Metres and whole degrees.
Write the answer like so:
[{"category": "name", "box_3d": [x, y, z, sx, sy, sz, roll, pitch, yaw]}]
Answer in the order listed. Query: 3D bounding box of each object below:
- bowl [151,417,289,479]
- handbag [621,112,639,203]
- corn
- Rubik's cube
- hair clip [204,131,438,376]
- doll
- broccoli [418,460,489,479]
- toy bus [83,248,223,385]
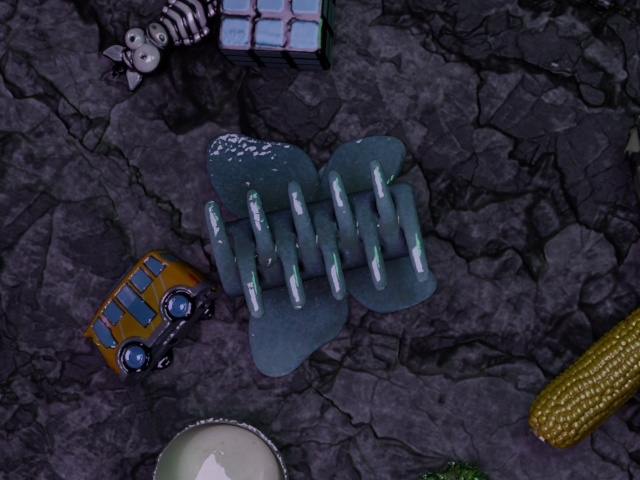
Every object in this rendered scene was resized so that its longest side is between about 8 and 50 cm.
[{"category": "bowl", "box_3d": [-0.145, 0.369, 1.944, 0.211, 0.112, 0.211, 0, 91, 7]}, {"category": "handbag", "box_3d": [0.621, -0.052, 1.799, 0.325, 0.162, 0.327, -12, 75, 2]}, {"category": "corn", "box_3d": [0.430, 0.201, 1.886, 0.310, 0.101, 0.101, -42, 87, 0]}, {"category": "Rubik's cube", "box_3d": [-0.064, -0.348, 1.890, 0.160, 0.163, 0.162, 3, 88, 6]}, {"category": "hair clip", "box_3d": [0.000, 0.000, 1.858, 0.318, 0.238, 0.392, -12, 90, 4]}, {"category": "doll", "box_3d": [-0.240, -0.319, 1.955, 0.219, 0.067, 0.091, -36, 79, 8]}, {"category": "broccoli", "box_3d": [0.191, 0.434, 1.871, 0.219, 0.194, 0.194, -9, 91, 1]}, {"category": "toy bus", "box_3d": [-0.264, 0.113, 1.945, 0.136, 0.126, 0.209, 42, 96, 12]}]
